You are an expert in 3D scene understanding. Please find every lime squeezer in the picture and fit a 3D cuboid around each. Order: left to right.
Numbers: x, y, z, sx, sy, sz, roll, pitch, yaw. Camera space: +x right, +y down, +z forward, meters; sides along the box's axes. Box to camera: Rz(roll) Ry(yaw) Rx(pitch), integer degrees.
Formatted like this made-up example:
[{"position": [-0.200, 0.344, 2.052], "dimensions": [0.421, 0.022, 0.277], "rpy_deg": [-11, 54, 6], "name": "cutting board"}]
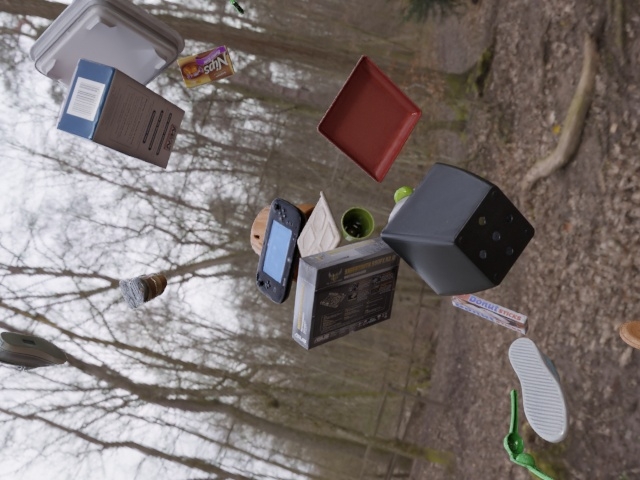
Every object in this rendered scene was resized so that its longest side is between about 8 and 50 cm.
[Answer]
[{"position": [0.531, 0.534, 1.558], "dimensions": [0.110, 0.059, 0.310], "rpy_deg": [-47, 24, 19], "name": "lime squeezer"}]

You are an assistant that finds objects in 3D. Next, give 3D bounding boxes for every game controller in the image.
[{"position": [-0.126, 0.033, 1.896], "dimensions": [0.067, 0.166, 0.319], "rpy_deg": [1, -69, -32], "name": "game controller"}]

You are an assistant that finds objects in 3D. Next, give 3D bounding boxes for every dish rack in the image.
[{"position": [-0.543, -0.465, 1.548], "dimensions": [0.285, 0.333, 0.072], "rpy_deg": [23, -129, -46], "name": "dish rack"}]

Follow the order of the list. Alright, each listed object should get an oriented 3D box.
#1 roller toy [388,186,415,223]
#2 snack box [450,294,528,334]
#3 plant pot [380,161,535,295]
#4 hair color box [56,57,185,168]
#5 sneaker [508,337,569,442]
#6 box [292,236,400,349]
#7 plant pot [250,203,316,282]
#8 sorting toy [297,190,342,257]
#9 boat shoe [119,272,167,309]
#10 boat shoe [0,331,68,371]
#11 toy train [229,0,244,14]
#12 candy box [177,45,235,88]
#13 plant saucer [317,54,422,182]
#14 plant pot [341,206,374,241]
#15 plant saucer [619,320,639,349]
[{"position": [0.329, -0.062, 2.000], "dimensions": [0.146, 0.209, 0.191], "rpy_deg": [-55, -23, -53], "name": "roller toy"}, {"position": [0.383, 0.160, 1.383], "dimensions": [0.022, 0.178, 0.064], "rpy_deg": [-58, -33, -17], "name": "snack box"}, {"position": [0.259, -0.014, 1.080], "dimensions": [0.188, 0.187, 0.167], "rpy_deg": [-52, 22, -12], "name": "plant pot"}, {"position": [-0.477, -0.299, 1.498], "dimensions": [0.347, 0.105, 0.174], "rpy_deg": [17, -88, -76], "name": "hair color box"}, {"position": [0.711, 0.472, 1.896], "dimensions": [0.135, 0.150, 0.366], "rpy_deg": [-39, 32, 29], "name": "sneaker"}, {"position": [0.055, 0.101, 1.227], "dimensions": [0.231, 0.056, 0.183], "rpy_deg": [-15, -58, -36], "name": "box"}, {"position": [-0.119, -0.014, 2.245], "dimensions": [0.291, 0.203, 0.291], "rpy_deg": [-34, -45, -44], "name": "plant pot"}, {"position": [0.000, 0.000, 1.658], "dimensions": [0.193, 0.038, 0.208], "rpy_deg": [-110, 36, -47], "name": "sorting toy"}, {"position": [-0.659, 0.184, 2.277], "dimensions": [0.120, 0.324, 0.122], "rpy_deg": [-22, -83, -33], "name": "boat shoe"}, {"position": [-0.778, 0.303, 1.610], "dimensions": [0.081, 0.079, 0.227], "rpy_deg": [-47, -32, 1], "name": "boat shoe"}, {"position": [-0.242, -0.678, 1.763], "dimensions": [0.017, 0.024, 0.083], "rpy_deg": [-50, -8, 7], "name": "toy train"}, {"position": [-0.418, -0.636, 2.236], "dimensions": [0.053, 0.187, 0.109], "rpy_deg": [-109, 2, -79], "name": "candy box"}, {"position": [0.133, -0.336, 1.706], "dimensions": [0.258, 0.259, 0.048], "rpy_deg": [-59, 30, -10], "name": "plant saucer"}, {"position": [0.085, -0.031, 1.515], "dimensions": [0.079, 0.083, 0.083], "rpy_deg": [121, 173, -70], "name": "plant pot"}, {"position": [0.600, 0.174, 1.124], "dimensions": [0.083, 0.083, 0.013], "rpy_deg": [-55, -32, -56], "name": "plant saucer"}]
